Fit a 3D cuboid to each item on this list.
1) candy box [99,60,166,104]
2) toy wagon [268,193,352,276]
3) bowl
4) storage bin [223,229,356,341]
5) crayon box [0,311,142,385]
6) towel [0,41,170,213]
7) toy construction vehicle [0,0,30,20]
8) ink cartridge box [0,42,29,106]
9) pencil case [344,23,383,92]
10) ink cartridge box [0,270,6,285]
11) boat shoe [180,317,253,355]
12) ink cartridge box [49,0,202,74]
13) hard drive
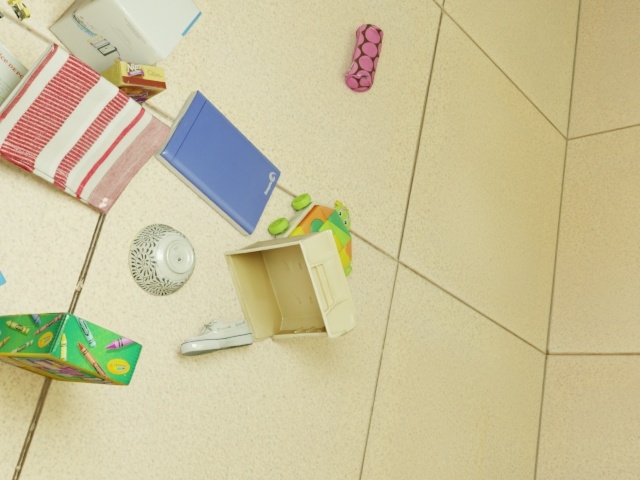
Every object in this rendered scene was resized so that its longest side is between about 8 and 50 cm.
[{"bbox_3d":[-0.426,-0.319,1.608,0.109,0.187,0.053,-2,82,-46],"label":"candy box"},{"bbox_3d":[0.000,0.000,2.098,0.344,0.068,0.267,-50,119,-39],"label":"toy wagon"},{"bbox_3d":[-0.341,0.040,1.721,0.170,0.080,0.170,10,77,-47],"label":"bowl"},{"bbox_3d":[-0.072,0.121,1.863,0.123,0.262,0.260,-26,103,-48],"label":"storage bin"},{"bbox_3d":[-0.480,0.202,1.400,0.165,0.279,0.081,34,61,-39],"label":"crayon box"},{"bbox_3d":[-0.475,-0.211,1.512,0.237,0.037,0.329,-52,142,1],"label":"towel"},{"bbox_3d":[-0.636,-0.486,1.522,0.086,0.035,0.098,-42,114,-42],"label":"toy construction vehicle"},{"bbox_3d":[-0.652,-0.287,1.446,0.127,0.072,0.175,49,53,-30],"label":"ink cartridge box"},{"bbox_3d":[0.132,-0.563,2.317,0.098,0.095,0.209,24,64,-25],"label":"pencil case"},{"bbox_3d":[-0.692,0.067,1.338,0.203,0.086,0.148,-41,113,-43],"label":"ink cartridge box"},{"bbox_3d":[-0.252,0.225,1.800,0.226,0.083,0.075,3,69,-58],"label":"boat shoe"},{"bbox_3d":[-0.414,-0.469,1.612,0.168,0.233,0.171,50,51,-32],"label":"ink cartridge box"},{"bbox_3d":[-0.245,-0.189,1.887,0.319,0.040,0.210,44,54,-33],"label":"hard drive"}]
